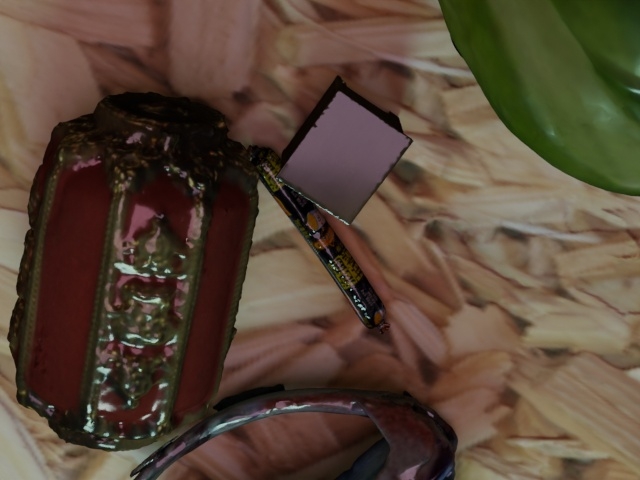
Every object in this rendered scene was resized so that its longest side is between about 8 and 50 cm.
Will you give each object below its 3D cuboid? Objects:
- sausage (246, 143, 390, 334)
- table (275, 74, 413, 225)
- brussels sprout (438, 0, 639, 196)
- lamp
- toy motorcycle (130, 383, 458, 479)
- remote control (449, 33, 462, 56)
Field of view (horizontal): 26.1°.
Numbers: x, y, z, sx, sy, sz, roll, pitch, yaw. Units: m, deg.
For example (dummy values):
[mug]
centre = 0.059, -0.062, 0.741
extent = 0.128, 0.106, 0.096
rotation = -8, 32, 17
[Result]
[sausage]
centre = 0.000, 0.000, 1.129
extent = 0.025, 0.028, 0.198
rotation = -25, 110, 32
[table]
centre = 0.017, -0.075, 1.073
extent = 0.070, 0.082, 0.083
rotation = 33, 106, -13
[brussels sprout]
centre = 0.236, -0.190, 0.907
extent = 0.371, 0.276, 0.315
rotation = 26, 79, -5
[lamp]
centre = -0.142, 0.026, 1.058
extent = 0.177, 0.177, 0.274
rotation = 12, 109, -6
[toy motorcycle]
centre = -0.021, 0.251, 1.171
extent = 0.319, 0.241, 0.182
rotation = -31, 148, 4
[remote control]
centre = 0.221, -0.130, 1.076
extent = 0.266, 0.066, 0.090
rotation = 24, 93, -6
